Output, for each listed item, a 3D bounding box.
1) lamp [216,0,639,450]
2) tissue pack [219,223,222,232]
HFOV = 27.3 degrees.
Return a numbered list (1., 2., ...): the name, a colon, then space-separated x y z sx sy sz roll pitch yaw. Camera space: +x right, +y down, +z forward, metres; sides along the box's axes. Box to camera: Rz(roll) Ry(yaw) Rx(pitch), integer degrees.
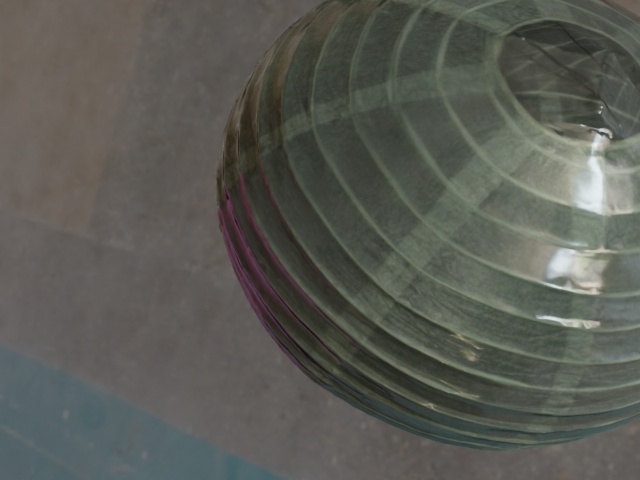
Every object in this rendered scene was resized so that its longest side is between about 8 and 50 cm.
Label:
1. lamp: 0.085 -0.017 0.628 0.265 0.233 0.233 38 114 2
2. tissue pack: 0.000 0.000 0.927 0.178 0.127 0.123 150 103 -83
